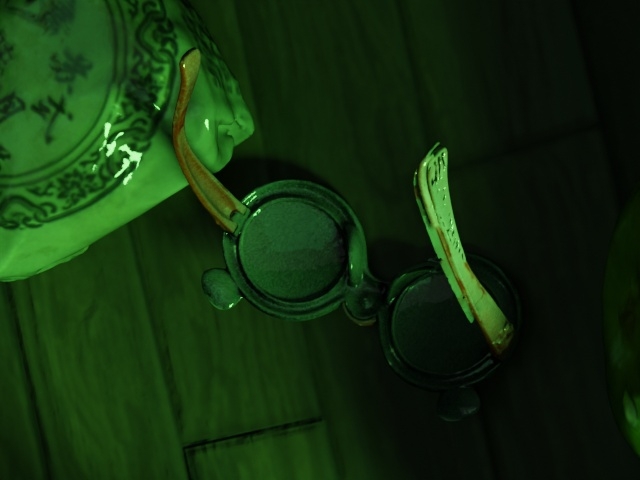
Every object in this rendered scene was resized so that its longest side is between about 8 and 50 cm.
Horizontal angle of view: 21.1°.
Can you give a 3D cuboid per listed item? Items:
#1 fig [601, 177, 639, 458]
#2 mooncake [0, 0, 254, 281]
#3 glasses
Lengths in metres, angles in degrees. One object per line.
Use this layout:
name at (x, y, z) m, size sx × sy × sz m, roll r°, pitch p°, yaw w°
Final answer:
fig at (0.311, 0.019, 1.011) m, size 0.314 × 0.233 × 0.233 m, roll -22°, pitch 77°, yaw -23°
mooncake at (-0.206, -0.116, 1.245) m, size 0.250 × 0.136 × 0.254 m, roll -31°, pitch 78°, yaw 16°
glasses at (0.000, 0.000, 1.088) m, size 0.234 × 0.268 × 0.118 m, roll 26°, pitch 81°, yaw 24°
